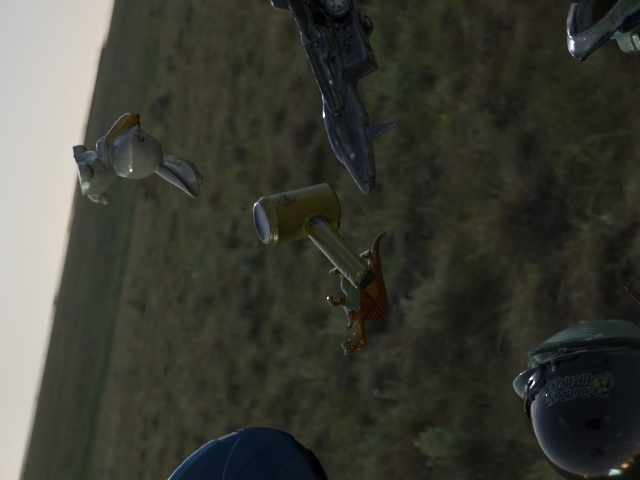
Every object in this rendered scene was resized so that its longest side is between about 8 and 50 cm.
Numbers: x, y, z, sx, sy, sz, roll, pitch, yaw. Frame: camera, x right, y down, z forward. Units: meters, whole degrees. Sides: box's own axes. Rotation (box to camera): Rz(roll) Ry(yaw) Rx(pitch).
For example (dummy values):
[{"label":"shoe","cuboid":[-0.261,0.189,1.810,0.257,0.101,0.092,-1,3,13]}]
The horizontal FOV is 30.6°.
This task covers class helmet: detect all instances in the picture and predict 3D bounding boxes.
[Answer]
[{"label":"helmet","cuboid":[0.375,0.247,1.498,0.279,0.230,0.160,-20,49,38]}]

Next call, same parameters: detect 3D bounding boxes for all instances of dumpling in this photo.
[{"label":"dumpling","cuboid":[0.394,0.165,1.613,0.149,0.216,0.105,-85,-4,-82]}]

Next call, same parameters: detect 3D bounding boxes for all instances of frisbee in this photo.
[{"label":"frisbee","cuboid":[-0.068,0.295,1.090,0.045,0.242,0.242,12,91,45]}]

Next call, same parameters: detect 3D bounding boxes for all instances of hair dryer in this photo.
[{"label":"hair dryer","cuboid":[0.000,0.000,1.960,0.279,0.135,0.090,47,143,49]}]

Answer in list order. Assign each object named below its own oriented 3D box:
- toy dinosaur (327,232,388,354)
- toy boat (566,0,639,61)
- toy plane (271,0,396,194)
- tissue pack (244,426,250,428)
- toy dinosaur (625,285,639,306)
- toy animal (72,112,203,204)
[{"label":"toy dinosaur","cuboid":[0.090,0.090,2.084,0.212,0.142,0.057,-37,15,-31]},{"label":"toy boat","cuboid":[0.480,-0.351,1.913,0.114,0.262,0.115,-3,108,44]},{"label":"toy plane","cuboid":[0.023,-0.175,1.191,0.267,0.088,0.212,67,-167,20]},{"label":"tissue pack","cuboid":[-0.078,0.259,1.160,0.085,0.079,0.111,-38,20,10]},{"label":"toy dinosaur","cuboid":[0.612,0.102,1.973,0.220,0.108,0.032,14,138,43]},{"label":"toy animal","cuboid":[-0.275,-0.118,1.762,0.131,0.181,0.127,-124,21,-64]}]
